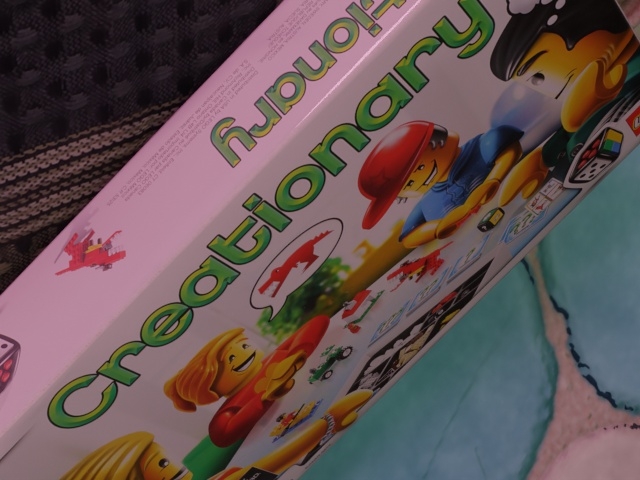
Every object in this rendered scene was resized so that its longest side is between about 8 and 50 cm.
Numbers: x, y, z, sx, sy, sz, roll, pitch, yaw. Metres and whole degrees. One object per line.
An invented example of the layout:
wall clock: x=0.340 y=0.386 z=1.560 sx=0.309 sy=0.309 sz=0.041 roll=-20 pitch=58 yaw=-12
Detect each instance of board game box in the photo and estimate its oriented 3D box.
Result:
board game box: x=0.000 y=0.000 z=0.560 sx=0.305 sy=0.053 sz=0.193 roll=-46 pitch=146 yaw=6

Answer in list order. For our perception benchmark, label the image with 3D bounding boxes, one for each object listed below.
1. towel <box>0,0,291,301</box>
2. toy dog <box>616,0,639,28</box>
towel: x=-0.095 y=-0.032 z=0.527 sx=0.312 sy=0.056 sz=0.324 roll=-23 pitch=142 yaw=-27
toy dog: x=0.044 y=-0.201 z=0.636 sx=0.334 sy=0.220 sz=0.161 roll=-10 pitch=61 yaw=-33
